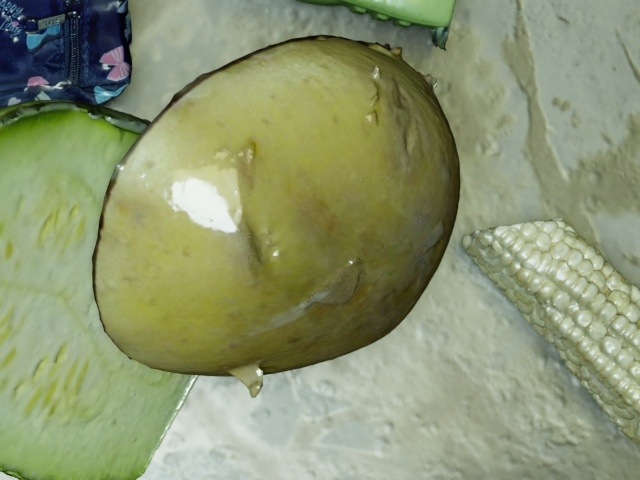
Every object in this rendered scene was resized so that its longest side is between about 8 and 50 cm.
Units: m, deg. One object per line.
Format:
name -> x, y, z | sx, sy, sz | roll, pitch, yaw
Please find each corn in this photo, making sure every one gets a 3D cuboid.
corn -> 0.198, 0.054, 1.032 | 0.087, 0.087, 0.211 | -39, 86, -8

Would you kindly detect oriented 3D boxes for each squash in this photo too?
squash -> -0.158, 0.026, 0.881 | 0.210, 0.309, 0.234 | 30, 82, -3

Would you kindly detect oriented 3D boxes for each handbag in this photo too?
handbag -> -0.201, -0.203, 0.963 | 0.162, 0.113, 0.260 | -7, 118, -16

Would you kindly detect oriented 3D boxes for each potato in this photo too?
potato -> 0.000, 0.000, 0.919 | 0.116, 0.299, 0.239 | 35, 122, 33

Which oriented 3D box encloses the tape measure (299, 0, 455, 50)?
tape measure -> 0.009, -0.242, 1.030 | 0.200, 0.106, 0.175 | 11, 97, -3
